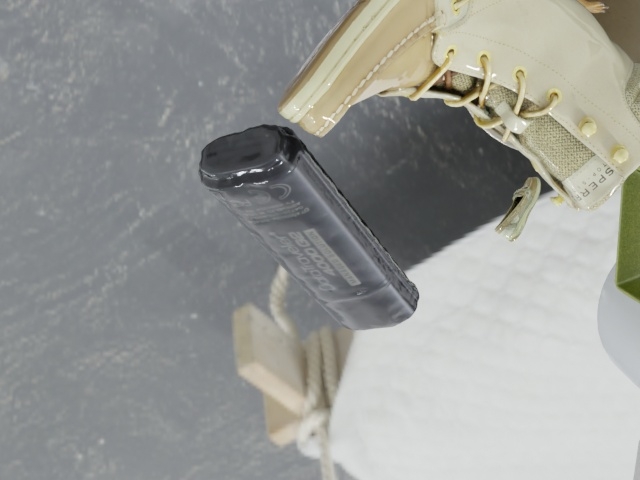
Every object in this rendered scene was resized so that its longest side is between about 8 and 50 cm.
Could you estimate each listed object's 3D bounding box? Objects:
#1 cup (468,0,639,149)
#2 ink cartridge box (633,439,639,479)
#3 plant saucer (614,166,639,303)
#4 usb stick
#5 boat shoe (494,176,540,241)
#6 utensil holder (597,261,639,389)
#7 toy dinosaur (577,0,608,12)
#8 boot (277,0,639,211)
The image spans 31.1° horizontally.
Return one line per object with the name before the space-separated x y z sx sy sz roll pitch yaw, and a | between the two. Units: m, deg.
cup | 0.338 -0.325 1.720 0.331 0.237 0.331 -3 119 -6
ink cartridge box | 0.534 0.334 1.423 0.283 0.207 0.117 -13 113 27
plant saucer | 0.462 -0.001 1.549 0.045 0.188 0.188 -3 105 -11
usb stick | 0.000 0.000 0.837 0.077 0.045 0.278 -10 152 19
boat shoe | 0.402 -0.071 2.340 0.048 0.153 0.056 30 162 -8
utensil holder | 0.656 0.164 1.783 0.328 0.385 0.327 -5 110 -13
toy dinosaur | 0.268 -0.295 1.239 0.212 0.112 0.064 -1 173 7
boot | 0.111 -0.093 0.738 0.203 0.262 0.095 50 141 -5
